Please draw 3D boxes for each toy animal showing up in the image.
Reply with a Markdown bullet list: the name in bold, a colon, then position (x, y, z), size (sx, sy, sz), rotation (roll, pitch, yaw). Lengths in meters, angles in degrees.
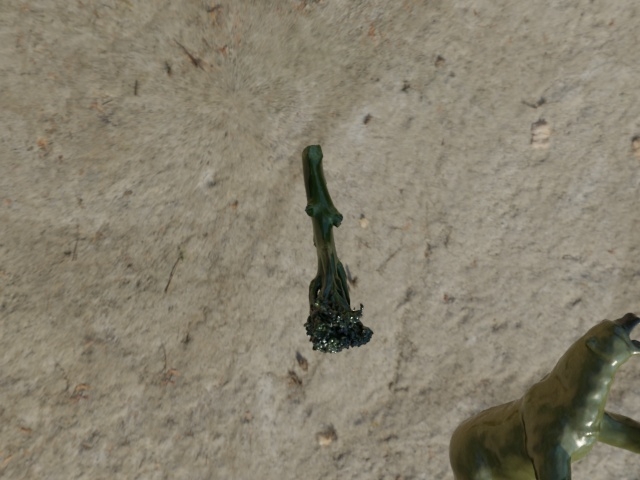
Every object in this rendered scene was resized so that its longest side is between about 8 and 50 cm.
- **toy animal**: position (0.173, 0.150, 0.482), size (0.103, 0.101, 0.218), rotation (-9, 150, -37)

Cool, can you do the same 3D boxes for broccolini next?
- **broccolini**: position (-0.002, 0.001, 0.601), size (0.058, 0.067, 0.216), rotation (0, 66, -25)
